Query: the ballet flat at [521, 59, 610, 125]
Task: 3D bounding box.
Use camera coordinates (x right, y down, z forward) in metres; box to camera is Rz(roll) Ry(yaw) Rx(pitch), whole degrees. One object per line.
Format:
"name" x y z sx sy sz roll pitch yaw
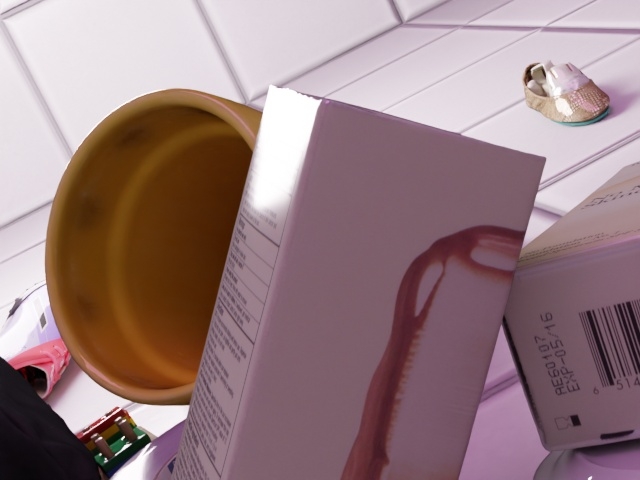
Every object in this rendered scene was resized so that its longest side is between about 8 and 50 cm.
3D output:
"ballet flat" 0.293 -0.187 1.633 0.073 0.067 0.206 -27 15 -7

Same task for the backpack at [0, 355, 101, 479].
"backpack" -0.379 0.227 0.993 0.356 0.273 0.290 -54 30 -4

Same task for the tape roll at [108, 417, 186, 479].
"tape roll" -0.052 0.179 0.938 0.219 0.072 0.219 -25 15 7

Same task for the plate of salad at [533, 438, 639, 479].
"plate of salad" 0.216 0.118 0.728 0.199 0.048 0.200 -19 7 2

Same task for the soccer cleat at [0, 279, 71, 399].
"soccer cleat" -0.333 0.137 1.539 0.116 0.109 0.318 6 27 27

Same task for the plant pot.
"plant pot" -0.066 0.016 1.143 0.254 0.254 0.239 -17 -15 32

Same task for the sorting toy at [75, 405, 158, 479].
"sorting toy" -0.200 0.196 1.128 0.132 0.046 0.274 -35 10 -15

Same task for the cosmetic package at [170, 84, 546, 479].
"cosmetic package" 0.008 0.073 0.742 0.129 0.296 0.153 12 8 -14

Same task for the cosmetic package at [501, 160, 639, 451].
"cosmetic package" 0.238 0.015 0.827 0.160 0.113 0.309 -16 7 28
